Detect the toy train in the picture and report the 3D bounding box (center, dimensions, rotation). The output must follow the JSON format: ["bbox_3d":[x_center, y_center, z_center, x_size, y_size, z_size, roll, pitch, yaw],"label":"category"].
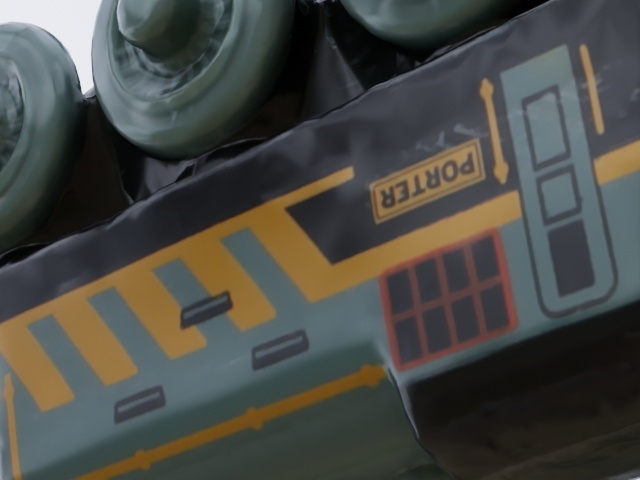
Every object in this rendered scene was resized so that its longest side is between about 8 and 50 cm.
[{"bbox_3d":[0.000,0.000,0.552,0.334,0.190,0.142,-23,-27,32],"label":"toy train"}]
